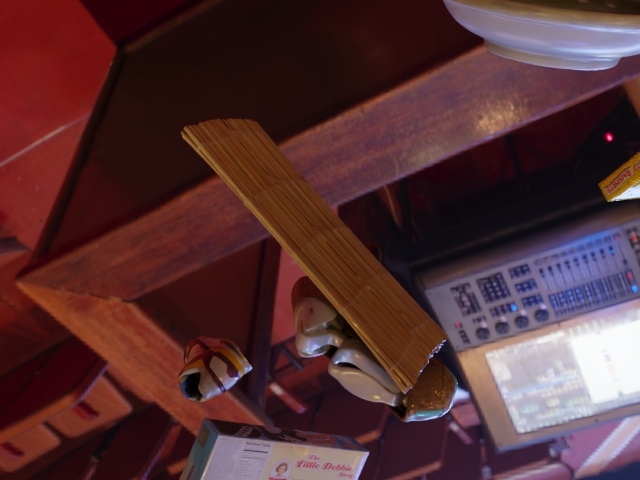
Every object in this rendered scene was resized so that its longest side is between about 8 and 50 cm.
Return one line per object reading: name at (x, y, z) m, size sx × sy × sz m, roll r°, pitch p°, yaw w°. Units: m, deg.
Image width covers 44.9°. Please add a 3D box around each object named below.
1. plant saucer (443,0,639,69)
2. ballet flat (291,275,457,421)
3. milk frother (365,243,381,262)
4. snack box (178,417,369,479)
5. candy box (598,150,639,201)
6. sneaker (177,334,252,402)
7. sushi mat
plant saucer at (0.372, -0.344, 1.229) m, size 0.400 × 0.400 × 0.100 m, roll 5°, pitch 116°, yaw -3°
ballet flat at (0.043, 0.161, 1.159) m, size 0.124 × 0.342 × 0.116 m, roll -17°, pitch 132°, yaw -43°
milk frother at (0.087, 0.094, 1.430) m, size 0.129 × 0.135 × 0.143 m, roll -33°, pitch 103°, yaw 12°
snack box at (-0.081, 0.407, 1.288) m, size 0.322 × 0.060 × 0.187 m, roll 19°, pitch 96°, yaw -37°
candy box at (0.388, -0.080, 0.771) m, size 0.206 × 0.027 × 0.105 m, roll -6°, pitch 153°, yaw -26°
sneaker at (-0.167, 0.179, 1.067) m, size 0.069 × 0.084 × 0.185 m, roll 56°, pitch 152°, yaw -7°
sushi mat at (0.000, 0.000, 0.752) m, size 0.316 × 0.151 × 0.019 m, roll 49°, pitch 114°, yaw 9°
